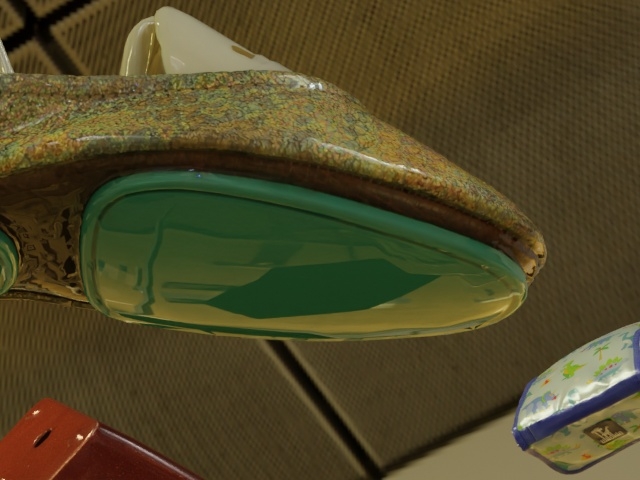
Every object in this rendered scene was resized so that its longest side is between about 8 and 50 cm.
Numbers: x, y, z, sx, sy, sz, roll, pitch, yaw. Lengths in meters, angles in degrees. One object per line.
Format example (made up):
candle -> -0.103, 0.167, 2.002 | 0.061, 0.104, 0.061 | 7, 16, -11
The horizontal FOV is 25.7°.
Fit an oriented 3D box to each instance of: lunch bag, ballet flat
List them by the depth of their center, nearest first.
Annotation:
ballet flat -> -0.092, -0.028, 0.489 | 0.349, 0.123, 0.123 | 0, -58, -11
lunch bag -> 0.243, 0.135, 1.209 | 0.129, 0.151, 0.096 | -33, -103, 23

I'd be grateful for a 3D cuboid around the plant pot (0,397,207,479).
plant pot -> -0.189, 0.281, 1.159 | 0.267, 0.267, 0.236 | -48, -70, -17
